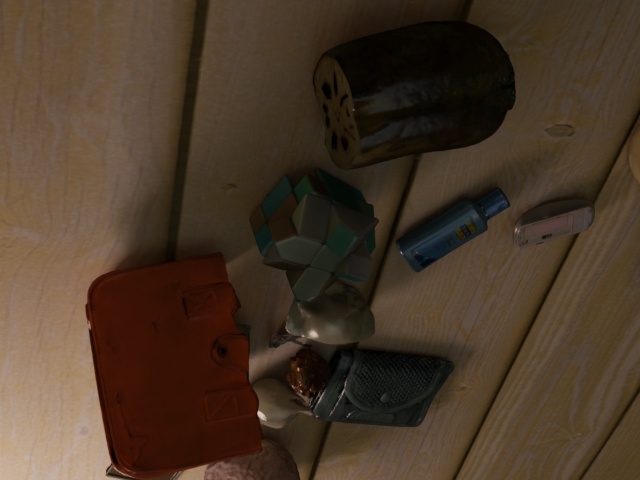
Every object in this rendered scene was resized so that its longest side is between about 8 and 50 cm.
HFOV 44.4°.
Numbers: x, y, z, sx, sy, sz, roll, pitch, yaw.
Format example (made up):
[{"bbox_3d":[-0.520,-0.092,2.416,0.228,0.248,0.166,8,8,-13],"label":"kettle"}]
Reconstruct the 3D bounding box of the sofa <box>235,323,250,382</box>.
[{"bbox_3d":[-0.252,0.320,1.725,0.175,0.225,0.210,5,128,-1],"label":"sofa"}]

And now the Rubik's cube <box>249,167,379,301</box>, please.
[{"bbox_3d":[0.000,0.000,1.557,0.265,0.213,0.224,24,117,-35],"label":"Rubik's cube"}]

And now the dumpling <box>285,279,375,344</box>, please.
[{"bbox_3d":[0.030,0.158,1.776,0.228,0.124,0.152,11,88,-32],"label":"dumpling"}]

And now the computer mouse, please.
[{"bbox_3d":[0.534,-0.041,1.806,0.198,0.045,0.102,-17,132,-4],"label":"computer mouse"}]

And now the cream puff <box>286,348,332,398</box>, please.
[{"bbox_3d":[-0.029,0.317,1.889,0.122,0.094,0.116,-16,102,-24],"label":"cream puff"}]

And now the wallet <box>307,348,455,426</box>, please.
[{"bbox_3d":[0.161,0.388,2.026,0.341,0.075,0.237,11,121,-25],"label":"wallet"}]

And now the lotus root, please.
[{"bbox_3d":[0.175,-0.262,1.387,0.345,0.251,0.251,-11,131,-10],"label":"lotus root"}]

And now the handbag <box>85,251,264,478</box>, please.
[{"bbox_3d":[-0.285,0.244,1.542,0.303,0.411,0.116,-11,161,-10],"label":"handbag"}]

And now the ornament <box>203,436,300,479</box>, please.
[{"bbox_3d":[-0.177,0.643,2.023,0.259,0.225,0.260,-10,131,-11],"label":"ornament"}]

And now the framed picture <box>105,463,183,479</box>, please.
[{"bbox_3d":[-0.406,0.537,2.001,0.192,0.018,0.265,23,119,-32],"label":"framed picture"}]

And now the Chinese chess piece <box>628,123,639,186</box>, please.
[{"bbox_3d":[0.817,-0.203,1.720,0.269,0.112,0.270,-9,131,-11],"label":"Chinese chess piece"}]

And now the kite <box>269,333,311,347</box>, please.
[{"bbox_3d":[-0.066,0.235,1.837,0.139,0.011,0.156,-18,155,27],"label":"kite"}]

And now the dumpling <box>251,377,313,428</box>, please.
[{"bbox_3d":[-0.115,0.401,1.924,0.181,0.155,0.111,37,79,1],"label":"dumpling"}]

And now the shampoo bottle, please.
[{"bbox_3d":[0.296,-0.030,1.729,0.258,0.061,0.104,-33,132,10],"label":"shampoo bottle"}]
